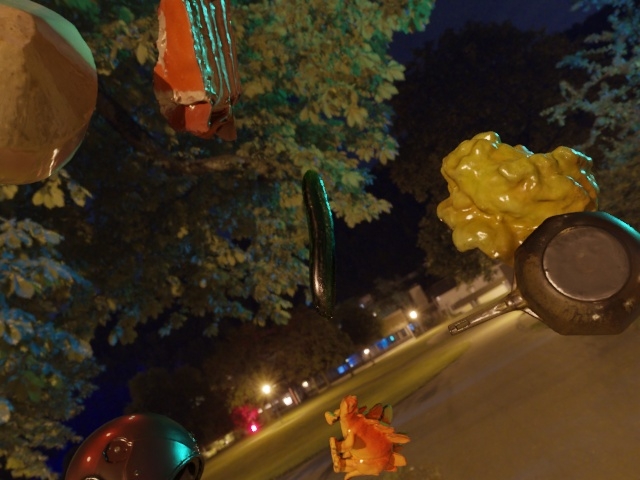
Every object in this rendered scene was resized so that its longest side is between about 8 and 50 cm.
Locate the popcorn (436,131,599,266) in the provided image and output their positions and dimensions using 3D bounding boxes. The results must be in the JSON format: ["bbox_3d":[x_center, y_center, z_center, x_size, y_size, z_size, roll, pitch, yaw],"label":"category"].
[{"bbox_3d":[0.247,-0.052,0.650,0.198,0.198,0.155,-15,-61,-47],"label":"popcorn"}]

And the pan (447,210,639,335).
[{"bbox_3d":[0.237,0.056,0.512,0.202,0.128,0.048,-49,-29,3],"label":"pan"}]

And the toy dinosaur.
[{"bbox_3d":[0.072,0.293,0.729,0.117,0.070,0.288,-12,-47,-1],"label":"toy dinosaur"}]

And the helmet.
[{"bbox_3d":[-0.298,0.380,0.831,0.216,0.193,0.189,-12,-42,-19],"label":"helmet"}]

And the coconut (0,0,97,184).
[{"bbox_3d":[-0.380,-0.184,0.623,0.197,0.236,0.237,16,-39,-32],"label":"coconut"}]

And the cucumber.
[{"bbox_3d":[0.000,0.000,0.594,0.036,0.184,0.033,-15,-23,23],"label":"cucumber"}]

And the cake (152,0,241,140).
[{"bbox_3d":[-0.174,-0.277,0.683,0.098,0.135,0.287,-20,-57,-43],"label":"cake"}]
